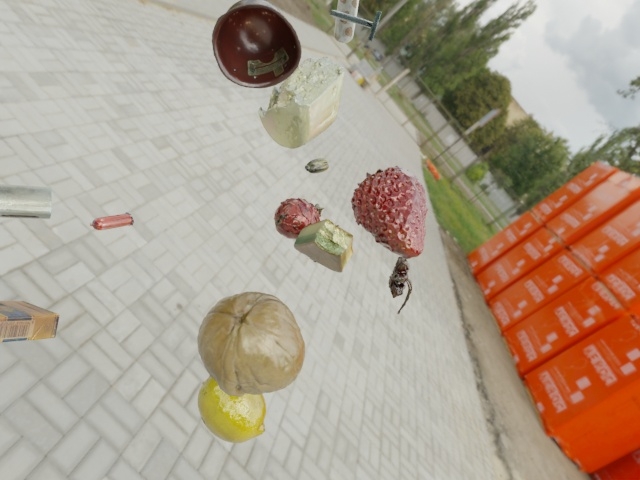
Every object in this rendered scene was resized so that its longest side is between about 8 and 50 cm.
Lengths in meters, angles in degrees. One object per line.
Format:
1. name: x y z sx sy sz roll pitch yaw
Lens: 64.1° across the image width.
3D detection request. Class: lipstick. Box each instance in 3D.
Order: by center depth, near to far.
1. lipstick: -0.786 -0.096 1.224 0.252 0.079 0.078 2 81 -33

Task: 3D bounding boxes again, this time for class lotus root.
1. lotus root: -0.015 -0.277 1.907 0.049 0.099 0.054 -9 -84 69

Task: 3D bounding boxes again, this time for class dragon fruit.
1. dragon fruit: -0.095 -0.087 2.007 0.209 0.172 0.172 -9 56 -36

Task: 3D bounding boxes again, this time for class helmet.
1. helmet: -0.122 -0.375 0.923 0.175 0.155 0.106 42 30 -55

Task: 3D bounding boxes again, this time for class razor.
1. razor: 0.083 -0.529 1.233 0.033 0.066 0.190 0 28 -39

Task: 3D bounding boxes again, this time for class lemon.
1. lemon: -0.319 0.596 1.850 0.236 0.236 0.263 20 36 -58

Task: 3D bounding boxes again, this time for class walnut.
1. walnut: -0.178 0.274 1.339 0.313 0.277 0.252 76 8 -54

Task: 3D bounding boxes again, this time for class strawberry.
1. strawberry: 0.182 -0.055 1.273 0.205 0.205 0.244 33 31 -44

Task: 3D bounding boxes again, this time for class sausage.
1. sausage: -0.658 -0.056 1.607 0.050 0.048 0.145 56 29 8

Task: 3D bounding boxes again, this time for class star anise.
1. star anise: 0.239 0.140 1.545 0.070 0.191 0.097 5 30 -8

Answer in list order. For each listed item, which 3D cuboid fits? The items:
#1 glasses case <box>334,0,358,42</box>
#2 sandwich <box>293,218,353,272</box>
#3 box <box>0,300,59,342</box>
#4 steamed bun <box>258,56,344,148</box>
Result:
1. glasses case: 0.081 -0.701 1.592 0.063 0.164 0.041 5 34 -6
2. sandwich: 0.000 0.000 1.818 0.220 0.108 0.186 26 -22 16
3. box: -0.786 0.194 1.237 0.152 0.070 0.237 12 -3 24
4. steamed bun: -0.059 -0.355 1.304 0.170 0.200 0.225 25 40 13
